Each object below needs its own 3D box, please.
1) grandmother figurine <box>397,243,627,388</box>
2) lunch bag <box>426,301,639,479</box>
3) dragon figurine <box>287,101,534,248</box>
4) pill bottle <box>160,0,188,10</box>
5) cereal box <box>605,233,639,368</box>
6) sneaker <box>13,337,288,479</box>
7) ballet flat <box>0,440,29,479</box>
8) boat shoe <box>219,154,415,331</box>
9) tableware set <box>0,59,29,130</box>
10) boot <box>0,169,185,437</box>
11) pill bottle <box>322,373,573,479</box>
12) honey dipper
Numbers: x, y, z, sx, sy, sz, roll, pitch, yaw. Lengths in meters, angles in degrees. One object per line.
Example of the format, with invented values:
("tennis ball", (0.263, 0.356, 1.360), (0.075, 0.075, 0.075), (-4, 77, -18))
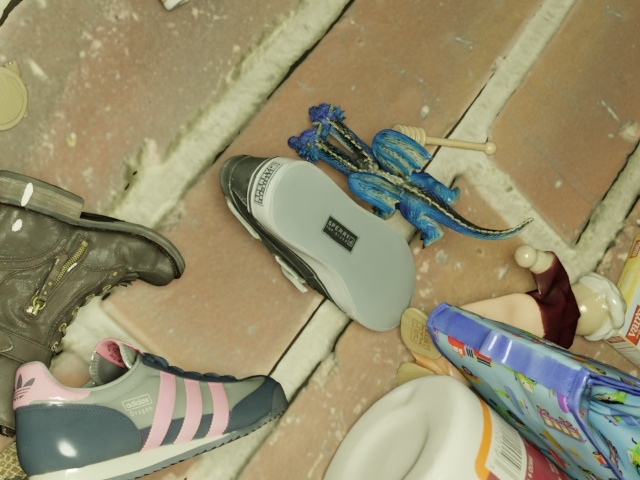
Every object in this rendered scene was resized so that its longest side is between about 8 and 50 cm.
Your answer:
("grandmother figurine", (0.252, 0.102, 1.290), (0.342, 0.104, 0.207), (-9, 120, -34))
("lunch bag", (0.253, 0.167, 1.115), (0.293, 0.221, 0.138), (34, 86, -38))
("dragon figurine", (0.086, -0.065, 1.164), (0.085, 0.289, 0.144), (-56, 139, -4))
("pill bottle", (-0.173, -0.319, 1.138), (0.067, 0.067, 0.120), (-38, 101, -29))
("cereal box", (0.507, 0.122, 1.456), (0.240, 0.047, 0.173), (37, 65, -18))
("sneaker", (-0.152, 0.148, 1.004), (0.319, 0.112, 0.131), (-9, 81, -55))
("ballet flat", (-0.198, 0.413, 0.928), (0.164, 0.182, 0.482), (-5, 83, -29))
("boat shoe", (-0.002, 0.004, 1.150), (0.306, 0.105, 0.113), (35, 78, -47))
("tableware set", (-0.364, -0.143, 1.001), (0.168, 0.020, 0.141), (-46, 127, -32))
("boot", (-0.258, 0.075, 0.990), (0.263, 0.091, 0.229), (29, 75, -49))
("pill bottle", (0.204, 0.346, 1.143), (0.392, 0.224, 0.224), (42, 64, -17))
("honey dipper", (0.159, -0.125, 1.317), (0.161, 0.030, 0.030), (2, 80, -33))
